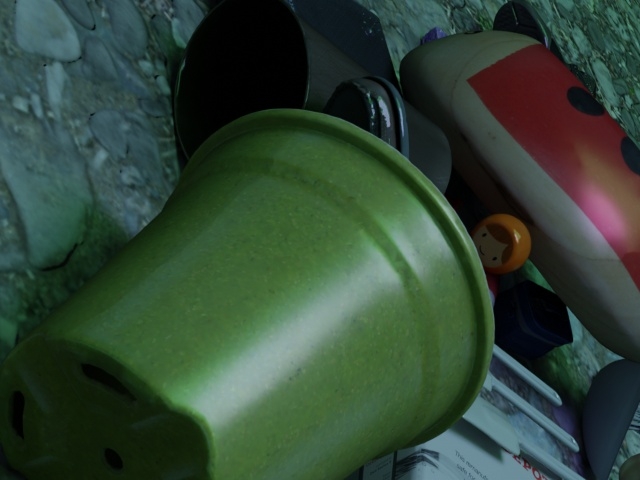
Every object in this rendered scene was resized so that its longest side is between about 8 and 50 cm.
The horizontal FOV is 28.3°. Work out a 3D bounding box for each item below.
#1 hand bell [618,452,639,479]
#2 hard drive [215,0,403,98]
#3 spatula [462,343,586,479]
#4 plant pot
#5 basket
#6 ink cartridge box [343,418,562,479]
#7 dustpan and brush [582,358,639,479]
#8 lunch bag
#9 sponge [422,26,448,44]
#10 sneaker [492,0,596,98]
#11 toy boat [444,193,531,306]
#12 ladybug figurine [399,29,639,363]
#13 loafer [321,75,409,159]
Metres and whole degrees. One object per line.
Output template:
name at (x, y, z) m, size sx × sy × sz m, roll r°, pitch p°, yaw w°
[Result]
hand bell at (0.360, 0.360, 1.365) m, size 0.126 × 0.126 × 0.242 m, roll 46°, pitch 47°, yaw -21°
hard drive at (-0.012, -0.204, 1.324) m, size 0.255 × 0.054 × 0.172 m, roll 17°, pitch 51°, yaw -49°
spatula at (0.175, 0.138, 1.135) m, size 0.242 × 0.019 × 0.168 m, roll 36°, pitch 24°, yaw -38°
plant pot at (-0.064, 0.086, 0.842) m, size 0.276 × 0.276 × 0.254 m, roll 57°, pitch 43°, yaw -5°
basket at (0.003, -0.097, 1.156) m, size 0.227 × 0.154 × 0.204 m, roll 26°, pitch 32°, yaw -44°
ink cartridge box at (0.100, 0.263, 1.027) m, size 0.198 × 0.115 × 0.272 m, roll 43°, pitch 33°, yaw -25°
dustpan and brush at (0.342, 0.185, 1.471) m, size 0.060 × 0.147 × 0.211 m, roll 16°, pitch 13°, yaw -13°
lunch bag at (0.238, 0.086, 1.425) m, size 0.098 × 0.065 × 0.067 m, roll 25°, pitch 45°, yaw -45°
sponge at (0.206, -0.175, 1.636) m, size 0.210 × 0.031 × 0.117 m, roll 35°, pitch 38°, yaw -33°
sneaker at (0.322, -0.240, 1.808) m, size 0.227 × 0.087 × 0.130 m, roll 60°, pitch 29°, yaw -5°
toy boat at (0.140, 0.024, 1.254) m, size 0.151 × 0.151 × 0.231 m, roll 50°, pitch 32°, yaw -14°
ladybug figurine at (0.267, -0.062, 1.389) m, size 0.449 × 0.162 × 0.305 m, roll 52°, pitch 8°, yaw 12°
loafer at (0.000, 0.000, 1.009) m, size 0.084 × 0.267 × 0.096 m, roll -3°, pitch 24°, yaw -38°
